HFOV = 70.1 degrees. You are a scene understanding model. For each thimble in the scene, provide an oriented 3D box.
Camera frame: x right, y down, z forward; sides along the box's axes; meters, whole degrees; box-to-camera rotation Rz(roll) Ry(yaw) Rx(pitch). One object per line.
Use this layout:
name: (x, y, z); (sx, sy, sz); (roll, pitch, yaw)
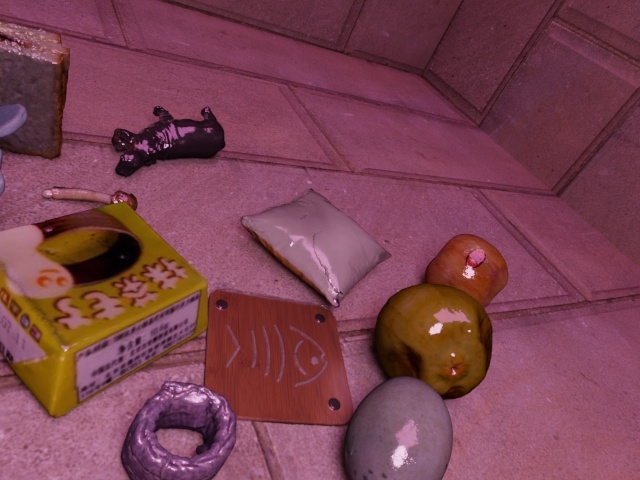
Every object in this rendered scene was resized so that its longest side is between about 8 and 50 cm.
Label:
thimble: (-0.200, 0.284, 0.657); (0.150, 0.097, 0.150); (18, 37, -14)

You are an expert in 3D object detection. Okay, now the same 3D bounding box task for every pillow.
pillow: (0.000, 0.000, 1.136); (0.312, 0.119, 0.310); (38, 33, 15)

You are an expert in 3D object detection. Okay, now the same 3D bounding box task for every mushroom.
mushroom: (-0.491, -0.085, 0.982); (0.187, 0.061, 0.060); (8, 24, -8)

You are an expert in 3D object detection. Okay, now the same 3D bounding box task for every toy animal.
toy animal: (-0.415, -0.270, 1.219); (0.168, 0.106, 0.343); (47, 45, 14)

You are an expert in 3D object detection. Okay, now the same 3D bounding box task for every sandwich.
sandwich: (-0.708, -0.319, 0.940); (0.325, 0.262, 0.131); (4, 43, -31)

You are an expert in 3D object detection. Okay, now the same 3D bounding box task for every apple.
apple: (0.384, 0.090, 1.203); (0.188, 0.211, 0.211); (40, 36, 16)

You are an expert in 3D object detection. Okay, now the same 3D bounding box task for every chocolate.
chocolate: (-0.376, 0.082, 0.760); (0.289, 0.137, 0.301); (40, 37, 17)

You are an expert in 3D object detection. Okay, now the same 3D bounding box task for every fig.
fig: (0.222, 0.192, 0.950); (0.240, 0.239, 0.271); (14, 15, -19)

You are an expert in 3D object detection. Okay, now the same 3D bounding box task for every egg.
egg: (0.130, 0.330, 0.757); (0.169, 0.169, 0.236); (37, 34, 13)

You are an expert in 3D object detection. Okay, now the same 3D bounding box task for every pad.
pad: (-0.082, 0.220, 0.892); (0.284, 0.018, 0.286); (13, 39, -21)

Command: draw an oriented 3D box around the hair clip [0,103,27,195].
hair clip: (-0.655, -0.097, 0.703); (0.392, 0.238, 0.318); (13, 34, -17)
